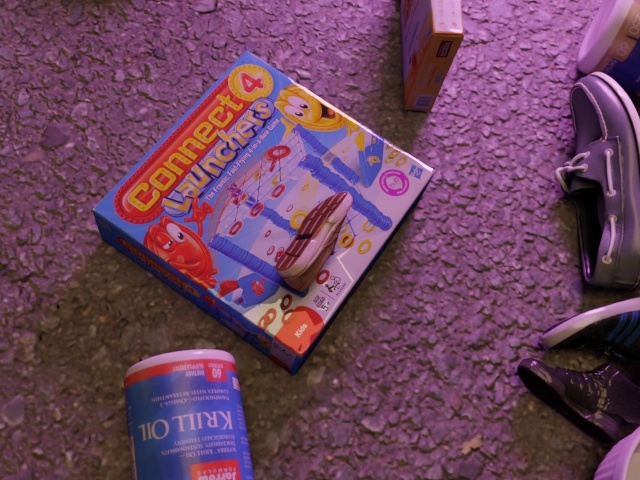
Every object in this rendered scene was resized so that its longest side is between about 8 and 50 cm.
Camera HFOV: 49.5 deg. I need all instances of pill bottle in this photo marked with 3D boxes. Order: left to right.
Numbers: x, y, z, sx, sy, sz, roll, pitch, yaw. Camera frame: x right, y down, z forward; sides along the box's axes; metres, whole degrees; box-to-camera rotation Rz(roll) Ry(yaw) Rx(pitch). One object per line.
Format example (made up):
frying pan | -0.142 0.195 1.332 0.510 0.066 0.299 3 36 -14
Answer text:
pill bottle | -0.134 0.236 0.727 0.124 0.124 0.221 -9 68 -11
pill bottle | 0.533 -0.272 1.023 0.265 0.153 0.153 24 65 4

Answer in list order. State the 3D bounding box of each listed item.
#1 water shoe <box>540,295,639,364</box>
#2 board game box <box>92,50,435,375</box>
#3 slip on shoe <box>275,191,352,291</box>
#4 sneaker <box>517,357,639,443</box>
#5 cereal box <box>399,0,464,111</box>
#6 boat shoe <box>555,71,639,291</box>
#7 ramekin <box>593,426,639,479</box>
water shoe | 0.380 0.119 0.873 0.203 0.073 0.080 -13 74 -12
board game box | -0.064 -0.046 0.882 0.302 0.086 0.308 34 66 8
slip on shoe | 0.000 0.000 0.801 0.041 0.051 0.135 52 54 -27
sneaker | 0.330 0.180 0.854 0.170 0.051 0.089 39 67 5
cereal box | 0.151 -0.331 0.990 0.047 0.173 0.240 2 65 -5
boat shoe | 0.377 -0.085 0.941 0.099 0.116 0.319 -7 71 -1
ramekin | 0.406 0.303 0.774 0.207 0.109 0.207 3 65 -6
